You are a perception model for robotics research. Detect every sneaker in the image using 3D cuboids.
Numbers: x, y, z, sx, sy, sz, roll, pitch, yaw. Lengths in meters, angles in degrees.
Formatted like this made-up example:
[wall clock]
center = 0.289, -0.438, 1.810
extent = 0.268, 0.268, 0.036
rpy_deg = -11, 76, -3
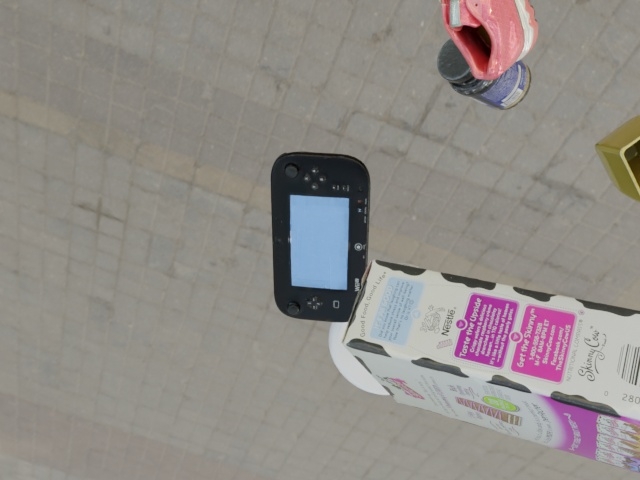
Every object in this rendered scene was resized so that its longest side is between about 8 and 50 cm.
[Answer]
[sneaker]
center = 0.222, -0.377, 0.949
extent = 0.116, 0.136, 0.314
rpy_deg = 0, 132, 48

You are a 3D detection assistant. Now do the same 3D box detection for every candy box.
[candy box]
center = 0.151, 0.095, 0.467
extent = 0.233, 0.071, 0.159
rpy_deg = 10, 156, 26

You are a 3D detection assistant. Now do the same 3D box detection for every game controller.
[game controller]
center = 0.000, 0.000, 1.126
extent = 0.166, 0.067, 0.319
rpy_deg = 8, 118, 15

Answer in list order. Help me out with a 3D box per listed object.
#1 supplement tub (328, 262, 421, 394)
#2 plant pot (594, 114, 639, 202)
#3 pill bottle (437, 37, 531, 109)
[supplement tub]
center = 0.164, 0.186, 1.496
extent = 0.228, 0.316, 0.228
rpy_deg = 4, 105, 17
[plant pot]
center = 0.376, -0.102, 0.775
extent = 0.081, 0.083, 0.081
rpy_deg = -36, 110, -2
[pill bottle]
center = 0.347, -0.359, 1.394
extent = 0.123, 0.123, 0.219
rpy_deg = -33, 154, 36
